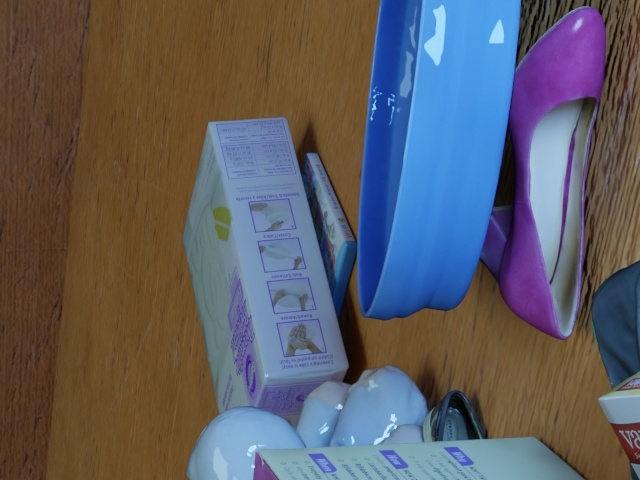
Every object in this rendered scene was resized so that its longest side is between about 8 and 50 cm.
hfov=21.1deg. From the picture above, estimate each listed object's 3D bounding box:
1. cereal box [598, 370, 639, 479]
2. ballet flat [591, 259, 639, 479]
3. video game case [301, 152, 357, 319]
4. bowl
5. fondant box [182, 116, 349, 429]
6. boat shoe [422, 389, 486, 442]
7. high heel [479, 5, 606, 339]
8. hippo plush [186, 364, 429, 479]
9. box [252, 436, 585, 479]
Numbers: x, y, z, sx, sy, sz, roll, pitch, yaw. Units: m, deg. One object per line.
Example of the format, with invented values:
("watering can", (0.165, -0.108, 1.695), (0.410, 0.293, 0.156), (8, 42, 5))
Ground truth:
("cereal box", (0.258, 0.175, 0.924), (0.240, 0.047, 0.173), (61, 159, -3))
("ballet flat", (0.238, 0.122, 1.083), (0.096, 0.095, 0.280), (-52, 40, 42))
("video game case", (0.000, 0.000, 1.874), (0.166, 0.015, 0.119), (-113, 29, -47))
("bowl", (0.091, -0.128, 1.373), (0.391, 0.077, 0.391), (-174, 90, -87))
("fondant box", (-0.069, 0.063, 1.917), (0.238, 0.096, 0.330), (109, 151, -54))
("boat shoe", (0.120, 0.196, 1.468), (0.049, 0.056, 0.152), (103, 157, -47))
("high heel", (0.182, -0.047, 1.273), (0.117, 0.082, 0.244), (50, 132, 39))
("hippo plush", (-0.040, 0.246, 1.572), (0.234, 0.236, 0.294), (36, 114, 57))
("box", (0.091, 0.241, 1.268), (0.213, 0.243, 0.117), (-142, 54, -65))
